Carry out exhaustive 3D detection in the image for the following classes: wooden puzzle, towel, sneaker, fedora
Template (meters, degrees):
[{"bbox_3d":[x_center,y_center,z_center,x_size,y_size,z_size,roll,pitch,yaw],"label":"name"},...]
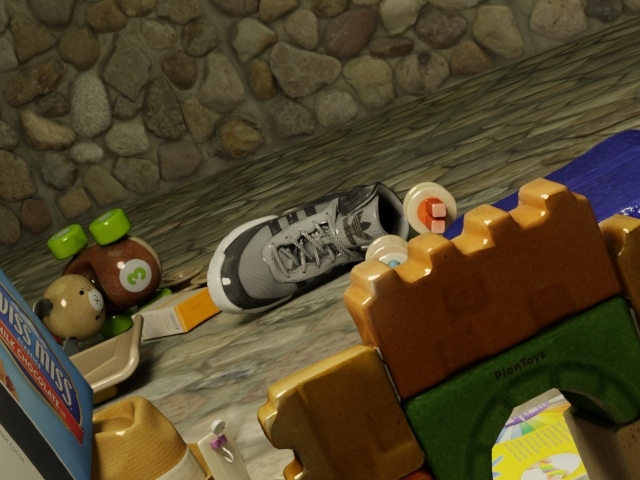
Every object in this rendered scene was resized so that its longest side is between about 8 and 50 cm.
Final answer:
[{"bbox_3d":[-0.301,0.173,1.651,0.238,0.044,0.221,-29,9,-1],"label":"wooden puzzle"},{"bbox_3d":[0.214,0.001,1.273,0.227,0.076,0.308,-29,9,12],"label":"towel"},{"bbox_3d":[0.000,0.000,1.670,0.268,0.101,0.153,-28,7,-39],"label":"sneaker"},{"bbox_3d":[-0.163,0.177,1.155,0.194,0.079,0.194,-23,10,4],"label":"fedora"}]

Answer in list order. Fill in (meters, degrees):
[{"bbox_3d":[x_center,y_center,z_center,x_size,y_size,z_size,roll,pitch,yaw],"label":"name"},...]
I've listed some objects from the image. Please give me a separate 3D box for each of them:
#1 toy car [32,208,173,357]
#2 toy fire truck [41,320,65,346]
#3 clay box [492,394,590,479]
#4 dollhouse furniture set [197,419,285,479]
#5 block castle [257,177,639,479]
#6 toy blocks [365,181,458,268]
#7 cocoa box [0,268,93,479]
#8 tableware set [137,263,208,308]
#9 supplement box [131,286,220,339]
[{"bbox_3d":[-0.298,0.078,1.861,0.149,0.155,0.188,-18,20,31],"label":"toy car"},{"bbox_3d":[-0.349,0.103,2.122,0.135,0.047,0.192,-27,10,-28],"label":"toy fire truck"},{"bbox_3d":[0.105,0.140,0.782,0.222,0.053,0.127,-23,9,-3],"label":"clay box"},{"bbox_3d":[-0.040,0.144,1.025,0.114,0.081,0.091,-30,11,-34],"label":"dollhouse furniture set"},{"bbox_3d":[0.123,0.095,0.500,0.453,0.213,0.303,-26,9,-11],"label":"block castle"},{"bbox_3d":[0.094,0.003,1.461,0.123,0.054,0.148,-55,6,8],"label":"toy blocks"},{"bbox_3d":[-0.362,0.167,1.020,0.347,0.231,0.228,-23,35,9],"label":"cocoa box"},{"bbox_3d":[-0.169,0.048,2.015,0.128,0.039,0.194,-29,11,-32],"label":"tableware set"},{"bbox_3d":[-0.179,0.091,1.807,0.062,0.036,0.098,-32,13,-40],"label":"supplement box"}]
